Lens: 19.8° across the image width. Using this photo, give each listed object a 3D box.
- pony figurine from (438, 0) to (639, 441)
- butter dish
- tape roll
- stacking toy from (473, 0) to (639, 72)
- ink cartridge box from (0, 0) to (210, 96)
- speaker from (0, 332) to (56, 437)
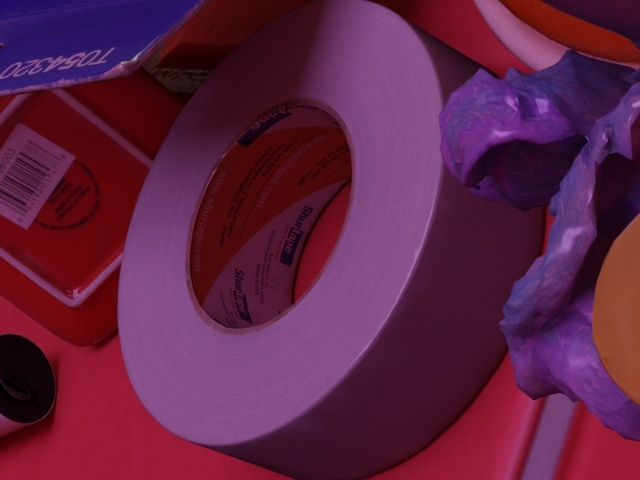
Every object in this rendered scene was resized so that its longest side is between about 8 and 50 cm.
[{"bbox_3d":[0.200,-0.037,0.484,0.303,0.363,0.351,36,114,44],"label":"pony figurine"},{"bbox_3d":[-0.135,-0.051,1.011,0.160,0.160,0.118,-43,19,25],"label":"butter dish"},{"bbox_3d":[0.000,0.000,0.862,0.219,0.072,0.219,-26,51,38],"label":"tape roll"},{"bbox_3d":[0.046,-0.281,0.631,0.350,0.480,0.351,-26,52,39],"label":"stacking toy"},{"bbox_3d":[-0.132,-0.179,0.947,0.324,0.071,0.330,-3,32,38],"label":"ink cartridge box"},{"bbox_3d":[-0.215,0.099,1.070,0.136,0.055,0.055,-26,52,39],"label":"speaker"}]
